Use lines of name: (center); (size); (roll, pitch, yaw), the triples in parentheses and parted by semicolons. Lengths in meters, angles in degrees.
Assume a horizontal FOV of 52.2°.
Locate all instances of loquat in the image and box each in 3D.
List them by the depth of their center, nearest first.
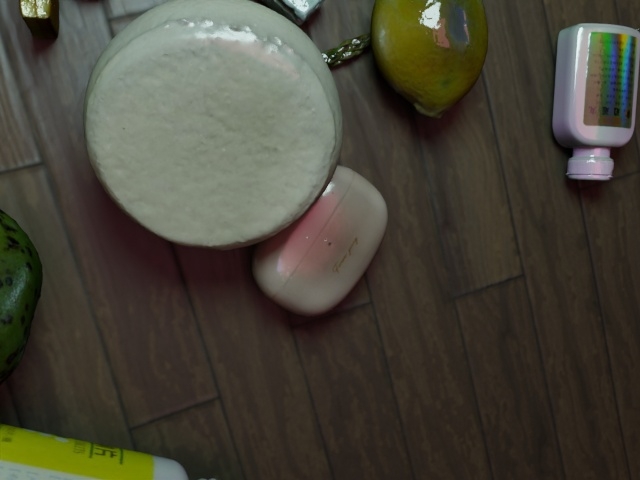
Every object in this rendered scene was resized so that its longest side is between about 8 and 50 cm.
loquat: (0.140, -0.256, 0.839); (0.152, 0.152, 0.195); (-11, 108, -15)

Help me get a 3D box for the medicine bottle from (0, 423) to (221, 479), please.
medicine bottle: (-0.267, 0.345, 0.746); (0.378, 0.213, 0.214); (19, 90, -17)

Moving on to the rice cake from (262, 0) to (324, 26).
rice cake: (-0.132, -0.393, 0.788); (0.336, 0.063, 0.066); (38, 75, -15)

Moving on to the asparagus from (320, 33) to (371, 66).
asparagus: (-0.037, -0.227, 0.849); (0.235, 0.027, 0.034); (-18, 111, -13)

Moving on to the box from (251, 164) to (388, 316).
box: (0.000, 0.000, 0.851); (0.146, 0.088, 0.200); (35, 85, -18)

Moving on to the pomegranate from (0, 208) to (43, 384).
pomegranate: (-0.418, 0.065, 0.673); (0.254, 0.271, 0.254); (7, 58, -11)

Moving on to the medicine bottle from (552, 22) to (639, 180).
medicine bottle: (0.399, -0.197, 0.950); (0.115, 0.078, 0.219); (0, 96, -18)

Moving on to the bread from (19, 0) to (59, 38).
bread: (-0.314, -0.280, 0.730); (0.035, 0.094, 0.090); (0, 93, -17)

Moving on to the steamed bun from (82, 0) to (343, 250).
steamed bun: (-0.117, -0.138, 0.747); (0.282, 0.177, 0.283); (-2, 119, -4)
